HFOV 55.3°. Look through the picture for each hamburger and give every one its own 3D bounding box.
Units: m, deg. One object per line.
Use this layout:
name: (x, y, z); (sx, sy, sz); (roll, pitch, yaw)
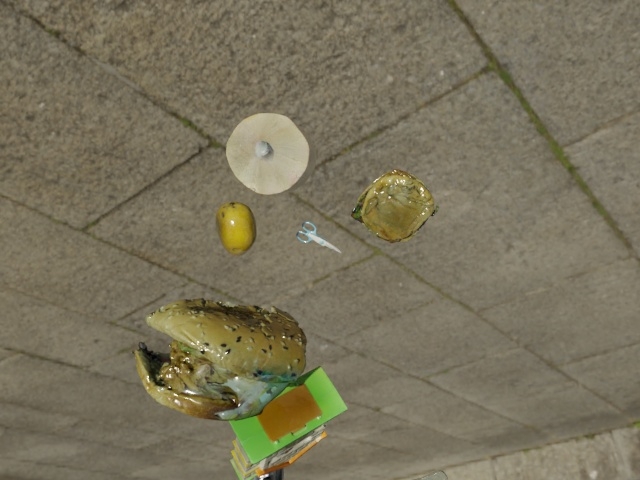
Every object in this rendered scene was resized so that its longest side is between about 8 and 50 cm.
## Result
hamburger: (0.198, -0.092, 1.602); (0.183, 0.130, 0.206); (32, 126, -15)
hamburger: (-0.154, 0.203, 1.031); (0.288, 0.192, 0.167); (11, 106, -29)

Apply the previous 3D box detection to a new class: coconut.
coconut: (-0.136, -0.245, 1.747); (0.239, 0.239, 0.244); (-13, 179, 13)

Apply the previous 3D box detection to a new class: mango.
mango: (-0.226, -0.023, 1.624); (0.098, 0.137, 0.195); (-17, 150, -21)

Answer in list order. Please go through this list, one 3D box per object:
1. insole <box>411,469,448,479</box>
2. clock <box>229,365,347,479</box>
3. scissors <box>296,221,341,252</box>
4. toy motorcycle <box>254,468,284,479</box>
insole: (0.232, 0.631, 1.537); (0.192, 0.063, 0.010); (-30, -174, 12)
clock: (-0.084, 0.406, 1.304); (0.220, 0.106, 0.255); (-23, 154, -25)
scissors: (0.000, 0.000, 1.494); (0.119, 0.014, 0.058); (31, 117, -4)
toy motorcycle: (-0.158, 0.729, 1.848); (0.108, 0.307, 0.173); (-11, 106, 3)
